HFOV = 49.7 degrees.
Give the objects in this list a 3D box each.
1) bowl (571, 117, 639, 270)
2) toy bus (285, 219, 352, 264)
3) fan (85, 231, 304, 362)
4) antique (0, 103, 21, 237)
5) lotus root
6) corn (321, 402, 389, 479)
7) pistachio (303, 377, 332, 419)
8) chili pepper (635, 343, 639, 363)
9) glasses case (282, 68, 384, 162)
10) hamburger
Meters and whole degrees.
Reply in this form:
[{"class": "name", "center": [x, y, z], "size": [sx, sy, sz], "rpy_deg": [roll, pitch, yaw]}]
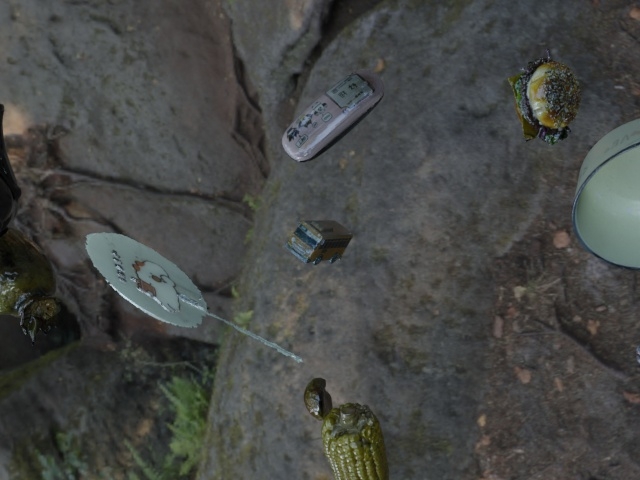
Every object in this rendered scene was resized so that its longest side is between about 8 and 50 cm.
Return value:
[{"class": "bowl", "center": [0.468, -0.081, 0.962], "size": [0.238, 0.238, 0.126], "rpy_deg": [-42, 24, 39]}, {"class": "toy bus", "center": [0.000, 0.000, 1.822], "size": [0.091, 0.182, 0.103], "rpy_deg": [39, 110, 24]}, {"class": "fan", "center": [-0.166, 0.082, 0.902], "size": [0.329, 0.009, 0.190], "rpy_deg": [24, 145, 11]}, {"class": "antique", "center": [-0.595, -0.094, 1.102], "size": [0.185, 0.322, 0.255], "rpy_deg": [0, 95, 4]}, {"class": "lotus root", "center": [-0.559, 0.072, 1.266], "size": [0.278, 0.154, 0.154], "rpy_deg": [39, 118, 30]}, {"class": "corn", "center": [0.076, 0.429, 1.344], "size": [0.119, 0.119, 0.321], "rpy_deg": [29, 146, 44]}, {"class": "pistachio", "center": [-0.007, 0.338, 1.468], "size": [0.049, 0.173, 0.089], "rpy_deg": [-5, 72, 6]}, {"class": "chili pepper", "center": [0.546, 0.187, 1.104], "size": [0.041, 0.153, 0.050], "rpy_deg": [-46, 46, 31]}, {"class": "glasses case", "center": [0.032, -0.328, 1.818], "size": [0.314, 0.075, 0.122], "rpy_deg": [-40, 61, -1]}, {"class": "hamburger", "center": [0.479, -0.293, 1.440], "size": [0.093, 0.164, 0.189], "rpy_deg": [7, 129, 58]}]
